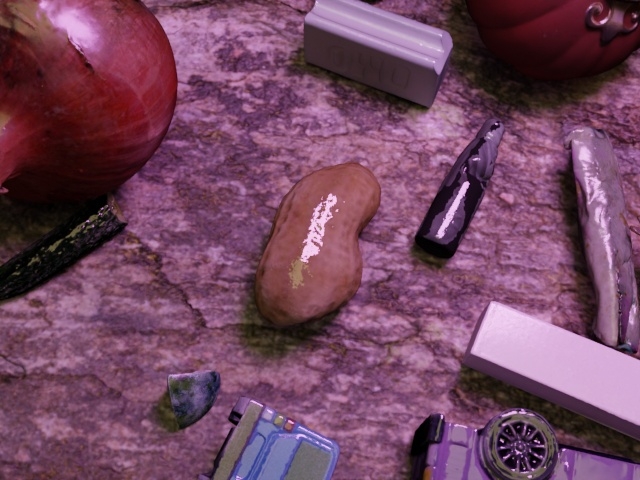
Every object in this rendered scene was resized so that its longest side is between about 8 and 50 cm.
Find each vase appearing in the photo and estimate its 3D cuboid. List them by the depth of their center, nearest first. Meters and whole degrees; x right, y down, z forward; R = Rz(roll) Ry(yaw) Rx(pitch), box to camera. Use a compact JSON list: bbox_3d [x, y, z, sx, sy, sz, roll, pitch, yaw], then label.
[{"bbox_3d":[0.197,-0.078,1.150,0.060,0.060,0.211,26,73,9],"label":"vase"}]

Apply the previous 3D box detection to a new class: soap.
[{"bbox_3d":[0.079,-0.267,1.185,0.198,0.119,0.066,21,75,7],"label":"soap"}]

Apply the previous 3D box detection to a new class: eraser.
[{"bbox_3d":[0.332,0.173,1.055,0.298,0.076,0.078,22,73,8],"label":"eraser"}]

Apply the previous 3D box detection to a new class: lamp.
[{"bbox_3d":[0.334,-0.367,1.143,0.303,0.257,0.303,-6,103,-27],"label":"lamp"}]

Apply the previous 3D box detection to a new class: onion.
[{"bbox_3d":[-0.358,-0.211,1.061,0.354,0.353,0.353,0,71,0],"label":"onion"}]

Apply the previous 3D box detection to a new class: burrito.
[{"bbox_3d":[0.369,-0.004,1.103,0.066,0.096,0.309,-12,70,25],"label":"burrito"}]

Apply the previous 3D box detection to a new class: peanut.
[{"bbox_3d":[0.000,0.000,1.095,0.137,0.122,0.253,31,67,-31],"label":"peanut"}]

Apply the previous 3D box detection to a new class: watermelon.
[{"bbox_3d":[-0.167,0.188,1.073,0.061,0.085,0.085,15,69,36],"label":"watermelon"}]

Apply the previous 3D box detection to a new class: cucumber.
[{"bbox_3d":[-0.356,0.013,1.123,0.215,0.052,0.058,-36,55,-11],"label":"cucumber"}]

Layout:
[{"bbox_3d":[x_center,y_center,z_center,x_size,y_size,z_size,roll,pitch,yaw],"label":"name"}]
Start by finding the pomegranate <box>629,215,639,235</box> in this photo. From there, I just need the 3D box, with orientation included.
[{"bbox_3d":[0.457,0.037,1.071,0.159,0.129,0.129,24,72,-9],"label":"pomegranate"}]

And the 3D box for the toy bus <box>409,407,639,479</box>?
[{"bbox_3d":[0.309,0.346,0.924,0.440,0.209,0.249,12,71,4],"label":"toy bus"}]

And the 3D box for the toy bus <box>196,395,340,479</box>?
[{"bbox_3d":[-0.060,0.258,0.948,0.134,0.234,0.116,25,73,0],"label":"toy bus"}]
